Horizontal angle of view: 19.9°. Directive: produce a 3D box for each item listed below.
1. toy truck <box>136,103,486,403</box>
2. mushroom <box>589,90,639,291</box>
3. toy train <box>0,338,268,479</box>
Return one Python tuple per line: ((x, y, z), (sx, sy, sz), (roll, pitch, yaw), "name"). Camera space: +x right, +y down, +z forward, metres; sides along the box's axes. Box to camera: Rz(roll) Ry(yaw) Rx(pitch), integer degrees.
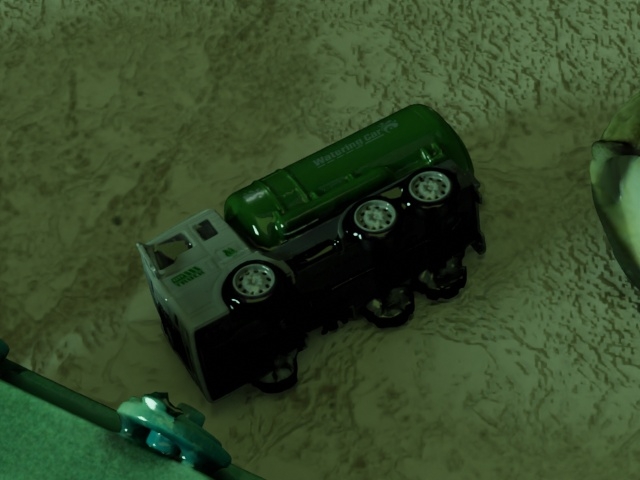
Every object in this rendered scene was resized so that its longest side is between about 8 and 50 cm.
((0.000, 0.000, 1.215), (0.242, 0.101, 0.125), (-28, 53, -15), "toy truck")
((0.317, -0.012, 1.139), (0.267, 0.189, 0.164), (13, 40, 43), "mushroom")
((-0.152, 0.138, 1.088), (0.298, 0.194, 0.120), (22, 76, 24), "toy train")
